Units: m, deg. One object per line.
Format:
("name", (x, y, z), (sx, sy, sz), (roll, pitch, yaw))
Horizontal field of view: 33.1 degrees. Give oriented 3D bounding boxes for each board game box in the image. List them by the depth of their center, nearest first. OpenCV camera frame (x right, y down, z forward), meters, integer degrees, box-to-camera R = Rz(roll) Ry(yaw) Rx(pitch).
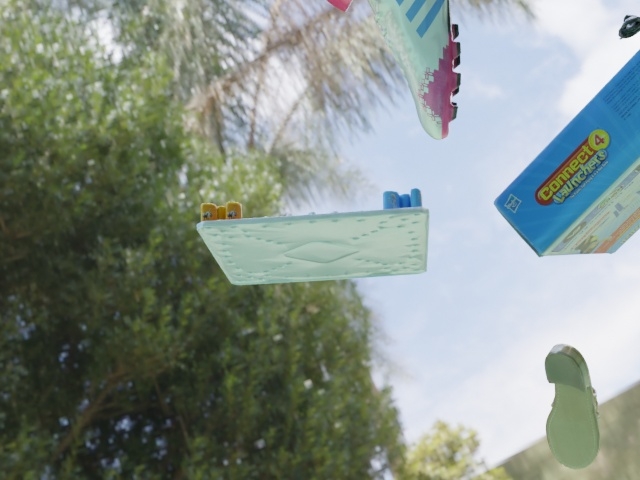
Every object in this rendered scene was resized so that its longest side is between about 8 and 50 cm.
("board game box", (0.384, -0.116, 1.268), (0.308, 0.086, 0.302), (-48, -22, 21))
("board game box", (0.000, 0.000, 1.971), (0.390, 0.050, 0.390), (-4, -17, 4))

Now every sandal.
("sandal", (0.389, 0.235, 1.610), (0.079, 0.088, 0.240), (-44, -46, -36))

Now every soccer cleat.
("soccer cleat", (0.138, -0.316, 1.607), (0.143, 0.331, 0.116), (0, 11, 7))

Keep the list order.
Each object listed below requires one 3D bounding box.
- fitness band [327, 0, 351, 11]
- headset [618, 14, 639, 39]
("fitness band", (0.087, -0.451, 1.553), (0.054, 0.291, 0.209), (34, -41, -8))
("headset", (0.656, -0.242, 2.034), (0.185, 0.243, 0.394), (-21, -71, -25))
